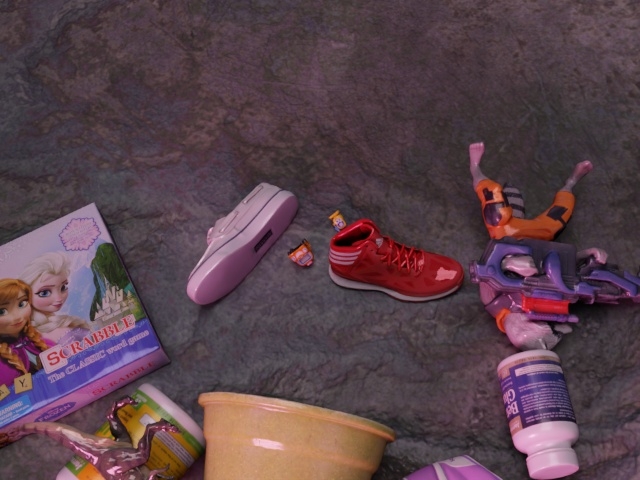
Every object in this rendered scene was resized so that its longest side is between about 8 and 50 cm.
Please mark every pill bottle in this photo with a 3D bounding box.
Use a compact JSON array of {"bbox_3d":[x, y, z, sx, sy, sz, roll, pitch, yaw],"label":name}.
[{"bbox_3d":[0.317,0.251,1.298,0.094,0.094,0.169,-8,59,2],"label":"pill bottle"},{"bbox_3d":[-0.287,0.338,1.290,0.136,0.136,0.245,34,68,23],"label":"pill bottle"}]

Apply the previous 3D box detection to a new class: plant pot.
[{"bbox_3d":[-0.056,0.357,1.202,0.276,0.276,0.253,8,72,11],"label":"plant pot"}]

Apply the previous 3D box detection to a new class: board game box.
[{"bbox_3d":[-0.453,0.133,1.471,0.319,0.066,0.318,-27,60,-9],"label":"board game box"}]

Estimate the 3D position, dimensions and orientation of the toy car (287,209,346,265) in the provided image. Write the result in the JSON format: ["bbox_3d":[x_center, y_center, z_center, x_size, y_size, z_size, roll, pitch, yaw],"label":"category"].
[{"bbox_3d":[0.000,0.000,1.508,0.122,0.060,0.040,-38,94,-8],"label":"toy car"}]

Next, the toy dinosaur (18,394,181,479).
[{"bbox_3d":[-0.263,0.277,1.211,0.268,0.064,0.118,32,77,5],"label":"toy dinosaur"}]

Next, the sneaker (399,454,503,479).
[{"bbox_3d":[0.224,0.417,1.209,0.161,0.102,0.282,-22,59,-10],"label":"sneaker"}]

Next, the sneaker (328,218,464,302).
[{"bbox_3d":[0.118,0.031,1.430,0.221,0.128,0.087,1,60,7],"label":"sneaker"}]

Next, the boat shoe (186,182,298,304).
[{"bbox_3d":[-0.145,0.001,1.510,0.084,0.095,0.258,29,56,25],"label":"boat shoe"}]

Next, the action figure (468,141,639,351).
[{"bbox_3d":[0.361,0.030,1.423,0.341,0.178,0.330,15,66,-16],"label":"action figure"}]
